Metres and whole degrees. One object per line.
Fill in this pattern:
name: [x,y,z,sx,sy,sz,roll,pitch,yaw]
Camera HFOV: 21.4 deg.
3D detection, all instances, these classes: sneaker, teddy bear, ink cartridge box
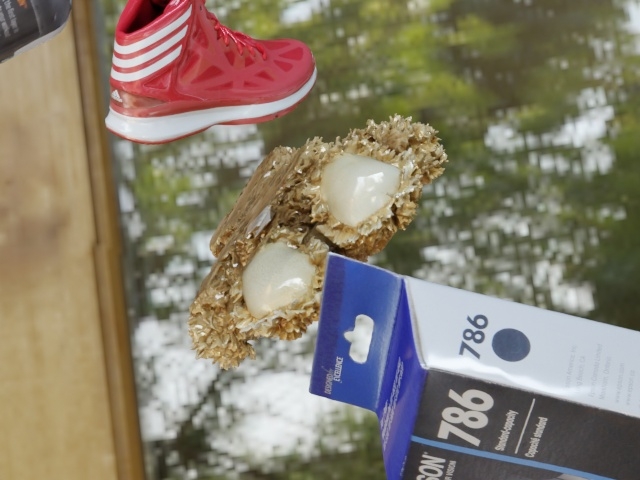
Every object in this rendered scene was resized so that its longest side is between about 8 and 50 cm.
sneaker: [-0.080,-0.164,1.390,0.087,0.128,0.221,24,33,32]
teddy bear: [0.000,0.000,1.305,0.113,0.245,0.338,36,-16,-9]
ink cartridge box: [0.150,0.113,0.978,0.332,0.065,0.165,14,-34,6]

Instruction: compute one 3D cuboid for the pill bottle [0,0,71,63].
pill bottle: [-0.238,-0.154,1.002,0.245,0.130,0.130,-27,-7,-14]
